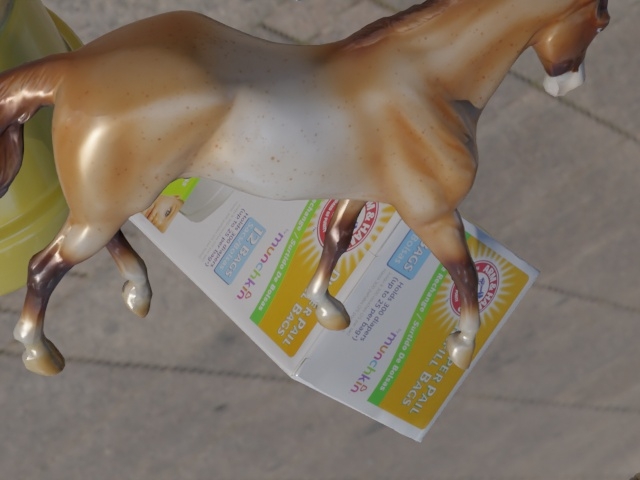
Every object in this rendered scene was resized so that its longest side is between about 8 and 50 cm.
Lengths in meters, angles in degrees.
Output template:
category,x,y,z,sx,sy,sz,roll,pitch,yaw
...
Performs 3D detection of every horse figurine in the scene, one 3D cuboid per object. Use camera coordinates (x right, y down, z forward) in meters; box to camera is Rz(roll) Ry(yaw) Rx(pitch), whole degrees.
category,x,y,z,sx,sy,sz,roll,pitch,yaw
horse figurine,-0.025,-0.027,0.539,0.263,0.066,0.174,2,129,-10

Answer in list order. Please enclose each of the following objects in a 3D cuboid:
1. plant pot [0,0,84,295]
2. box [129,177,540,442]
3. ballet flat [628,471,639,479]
category,x,y,z,sx,sy,sz,roll,pitch,yaw
plant pot,-0.284,-0.111,1.044,0.254,0.254,0.239,-21,158,-13
box,0.000,0.000,0.781,0.103,0.203,0.114,32,95,-40
ballet flat,0.180,0.227,0.688,0.073,0.232,0.080,1,162,1
